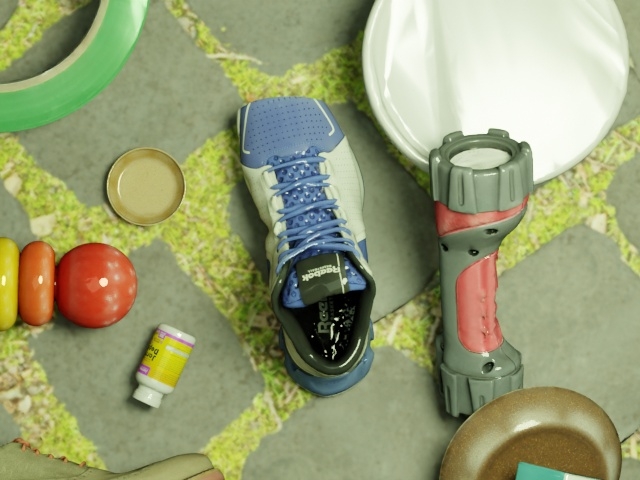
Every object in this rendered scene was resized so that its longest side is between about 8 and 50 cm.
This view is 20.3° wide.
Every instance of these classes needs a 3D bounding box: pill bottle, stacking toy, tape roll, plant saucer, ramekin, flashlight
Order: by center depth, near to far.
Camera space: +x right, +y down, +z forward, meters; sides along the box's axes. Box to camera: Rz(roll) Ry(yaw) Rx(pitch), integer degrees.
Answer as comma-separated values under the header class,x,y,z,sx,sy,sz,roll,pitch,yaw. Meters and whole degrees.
class,x,y,z,sx,sy,sz,roll,pitch,yaw
flashlight,0.166,0.042,1.785,0.103,0.103,0.304,-8,118,-3
stacking toy,-0.354,0.043,1.832,0.330,0.141,0.141,2,86,-9
plant saucer,0.222,0.246,1.835,0.199,0.036,0.198,-4,110,-11
tape roll,-0.336,-0.273,1.836,0.321,0.077,0.321,-1,98,-8
ramekin,0.174,-0.180,1.860,0.273,0.127,0.272,0,86,-3
pill bottle,-0.165,0.131,1.864,0.043,0.043,0.083,24,85,-1
plant saucer,-0.184,-0.057,1.891,0.083,0.015,0.083,0,86,-3

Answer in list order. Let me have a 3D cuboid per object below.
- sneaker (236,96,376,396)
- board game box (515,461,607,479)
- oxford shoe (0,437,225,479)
class,x,y,z,sx,sy,sz,roll,pitch,yaw
sneaker,0.000,0.001,1.812,0.128,0.182,0.315,-10,86,-5
board game box,0.283,0.411,1.789,0.254,0.079,0.336,15,85,-32
oxford shoe,-0.273,0.253,1.811,0.348,0.123,0.130,-12,70,-15
